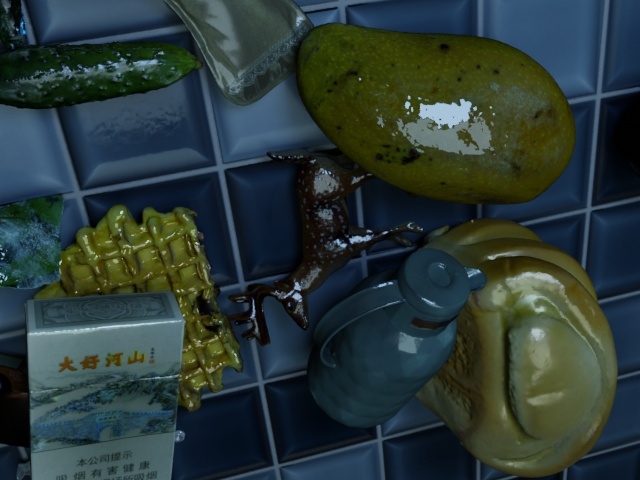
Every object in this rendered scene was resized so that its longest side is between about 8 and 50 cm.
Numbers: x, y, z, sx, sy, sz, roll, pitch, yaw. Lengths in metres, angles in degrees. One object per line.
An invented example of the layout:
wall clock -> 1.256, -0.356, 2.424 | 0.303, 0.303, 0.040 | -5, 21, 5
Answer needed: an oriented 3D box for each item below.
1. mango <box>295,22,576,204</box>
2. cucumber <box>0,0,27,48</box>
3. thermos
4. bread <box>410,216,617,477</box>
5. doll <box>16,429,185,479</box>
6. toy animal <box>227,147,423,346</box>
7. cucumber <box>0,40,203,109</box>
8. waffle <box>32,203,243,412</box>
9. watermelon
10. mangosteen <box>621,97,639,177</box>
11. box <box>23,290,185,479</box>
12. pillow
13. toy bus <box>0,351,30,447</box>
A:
mango -> 0.133, -0.140, 0.791 | 0.330, 0.176, 0.175 | 8, 146, -21
cucumber -> -0.309, -0.306, 0.654 | 0.044, 0.043, 0.256 | -2, 118, -9
thermos -> 0.071, 0.114, 0.849 | 0.182, 0.145, 0.286 | -8, 149, -22
bread -> 0.257, 0.133, 0.920 | 0.211, 0.270, 0.315 | -15, 115, -24
doll -> -0.298, 0.268, 0.949 | 0.227, 0.057, 0.114 | -6, 114, -10
toy animal -> -0.004, -0.004, 0.886 | 0.260, 0.087, 0.243 | -11, 106, -9
cucumber -> -0.235, -0.175, 0.729 | 0.228, 0.069, 0.069 | -10, 119, -14
waffle -> -0.211, 0.094, 0.879 | 0.283, 0.065, 0.309 | 25, 111, -23
watermelon -> -0.341, 0.015, 0.751 | 0.080, 0.101, 0.155 | -35, 166, 29
mangosteen -> 0.469, -0.136, 0.907 | 0.153, 0.152, 0.152 | -6, 118, -12
box -> -0.254, 0.188, 0.826 | 0.164, 0.069, 0.256 | -3, 119, -24
pillow -> -0.097, -0.255, 0.740 | 0.130, 0.033, 0.217 | -40, 121, -7
toy bus -> -0.514, 0.151, 0.806 | 0.409, 0.092, 0.093 | 20, 112, -24
